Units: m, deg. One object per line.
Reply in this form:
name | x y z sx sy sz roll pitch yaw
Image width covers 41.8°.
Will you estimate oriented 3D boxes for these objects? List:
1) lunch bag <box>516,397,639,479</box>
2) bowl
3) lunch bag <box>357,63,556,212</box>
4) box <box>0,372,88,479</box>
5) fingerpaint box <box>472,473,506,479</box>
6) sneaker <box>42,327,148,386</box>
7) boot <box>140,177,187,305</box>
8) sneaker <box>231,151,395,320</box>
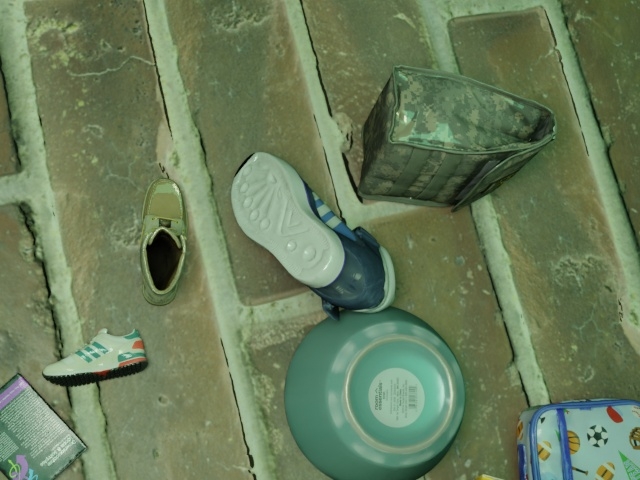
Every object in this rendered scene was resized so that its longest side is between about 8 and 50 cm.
lunch bag | 0.446 0.419 1.395 0.243 0.115 0.303 -1 77 -9
bowl | 0.108 0.245 1.340 0.312 0.163 0.311 2 77 -11
lunch bag | 0.226 -0.156 1.407 0.287 0.235 0.168 7 72 -9
box | -0.456 0.302 1.289 0.116 0.029 0.162 -42 87 -15
fingerpaint box | 0.174 0.553 1.099 0.163 0.445 0.371 17 59 -6
sneaker | -0.358 0.181 1.326 0.161 0.057 0.075 -9 64 -11
boot | -0.247 -0.010 1.322 0.077 0.165 0.213 4 79 -11
sneaker | 0.001 0.000 1.403 0.130 0.236 0.323 -49 48 10
